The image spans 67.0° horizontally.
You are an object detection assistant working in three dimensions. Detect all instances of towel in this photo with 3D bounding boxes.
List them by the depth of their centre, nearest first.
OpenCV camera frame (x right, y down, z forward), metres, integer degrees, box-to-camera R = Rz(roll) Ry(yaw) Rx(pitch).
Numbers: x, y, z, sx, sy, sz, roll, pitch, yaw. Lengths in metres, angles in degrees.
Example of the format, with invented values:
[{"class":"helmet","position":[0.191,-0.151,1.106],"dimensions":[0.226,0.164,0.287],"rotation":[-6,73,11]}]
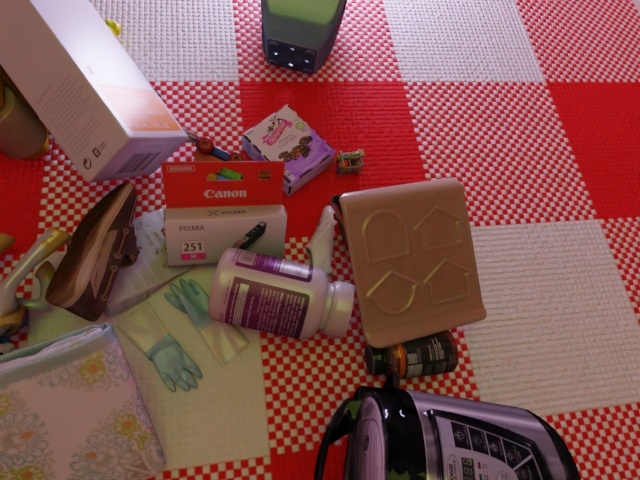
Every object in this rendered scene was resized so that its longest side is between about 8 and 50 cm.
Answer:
[{"class":"towel","position":[-0.514,0.354,0.876],"dimensions":[0.374,0.090,0.321],"rotation":[-19,109,-16]}]

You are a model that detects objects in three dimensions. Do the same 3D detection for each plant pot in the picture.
[{"class":"plant pot","position":[-0.060,-0.635,1.383],"dimensions":[0.247,0.248,0.252],"rotation":[13,81,-4]}]

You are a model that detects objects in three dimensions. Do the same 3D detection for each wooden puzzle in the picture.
[{"class":"wooden puzzle","position":[0.210,0.043,1.123],"dimensions":[0.322,0.080,0.348],"rotation":[-10,87,-21]}]

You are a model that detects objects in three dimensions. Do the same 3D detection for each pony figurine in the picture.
[{"class":"pony figurine","position":[-0.710,0.120,0.941],"dimensions":[0.351,0.303,0.364],"rotation":[15,56,-17]}]

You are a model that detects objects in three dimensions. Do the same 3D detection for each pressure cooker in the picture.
[{"class":"pressure cooker","position":[0.194,0.468,0.872],"dimensions":[0.420,0.370,0.376],"rotation":[11,95,-4]}]

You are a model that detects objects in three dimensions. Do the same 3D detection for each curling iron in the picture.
[{"class":"curling iron","position":[0.088,-0.004,1.237],"dimensions":[0.068,0.035,0.274],"rotation":[-13,69,-14]}]

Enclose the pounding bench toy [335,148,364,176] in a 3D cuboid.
[{"class":"pounding bench toy","position":[0.079,-0.217,1.302],"dimensions":[0.065,0.083,0.052],"rotation":[-6,68,-13]}]

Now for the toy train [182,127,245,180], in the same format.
[{"class":"toy train","position":[-0.311,-0.185,1.223],"dimensions":[0.248,0.105,0.143],"rotation":[26,78,2]}]

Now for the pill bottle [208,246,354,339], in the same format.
[{"class":"pill bottle","position":[-0.084,0.126,1.080],"dimensions":[0.301,0.169,0.169],"rotation":[14,65,-3]}]

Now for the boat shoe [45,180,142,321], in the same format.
[{"class":"boat shoe","position":[-0.459,0.018,1.049],"dimensions":[0.123,0.123,0.342],"rotation":[-24,41,25]}]

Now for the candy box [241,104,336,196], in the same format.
[{"class":"candy box","position":[-0.087,-0.243,1.293],"dimensions":[0.165,0.070,0.196],"rotation":[-40,79,-22]}]

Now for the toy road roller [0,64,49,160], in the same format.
[{"class":"toy road roller","position":[-0.818,-0.336,1.149],"dimensions":[0.240,0.202,0.330],"rotation":[-22,66,-5]}]

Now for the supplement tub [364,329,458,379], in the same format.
[{"class":"supplement tub","position":[0.204,0.260,1.104],"dimensions":[0.197,0.106,0.106],"rotation":[-4,68,-11]}]

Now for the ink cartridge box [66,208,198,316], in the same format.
[{"class":"ink cartridge box","position":[-0.435,0.045,1.134],"dimensions":[0.232,0.066,0.189],"rotation":[-26,72,-41]}]

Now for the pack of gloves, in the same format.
[{"class":"pack of gloves","position":[-0.307,0.204,1.077],"dimensions":[0.195,0.046,0.232],"rotation":[-40,78,-23]}]

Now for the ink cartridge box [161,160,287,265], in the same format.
[{"class":"ink cartridge box","position":[-0.213,-0.060,1.096],"dimensions":[0.275,0.239,0.060],"rotation":[-3,37,-15]}]

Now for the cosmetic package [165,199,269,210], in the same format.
[{"class":"cosmetic package","position":[-0.244,-0.063,1.161],"dimensions":[0.239,0.099,0.060],"rotation":[-6,38,-13]}]

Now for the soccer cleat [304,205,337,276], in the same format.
[{"class":"soccer cleat","position":[0.000,0.000,1.207],"dimensions":[0.076,0.068,0.196],"rotation":[6,69,-4]}]

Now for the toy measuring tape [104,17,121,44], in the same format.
[{"class":"toy measuring tape","position":[-0.623,-0.476,1.282],"dimensions":[0.121,0.121,0.330],"rotation":[20,65,-1]}]

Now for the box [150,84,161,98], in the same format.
[{"class":"box","position":[-0.490,-0.405,1.324],"dimensions":[0.067,0.018,0.083],"rotation":[-39,78,-22]}]

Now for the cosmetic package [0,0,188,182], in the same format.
[{"class":"cosmetic package","position":[-0.544,-0.368,1.116],"dimensions":[0.161,0.230,0.453],"rotation":[-37,90,22]}]
